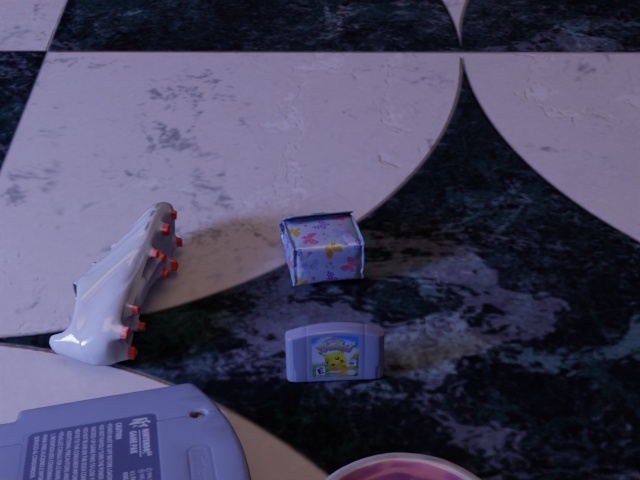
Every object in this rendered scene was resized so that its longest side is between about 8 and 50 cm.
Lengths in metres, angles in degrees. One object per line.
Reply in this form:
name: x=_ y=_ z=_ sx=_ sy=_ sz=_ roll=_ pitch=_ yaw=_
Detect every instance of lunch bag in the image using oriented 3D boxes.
lunch bag: x=0.000 y=0.000 z=1.125 sx=0.071 sy=0.053 sz=0.083 roll=-5 pitch=31 yaw=-7

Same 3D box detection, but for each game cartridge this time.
game cartridge: x=0.012 y=0.094 z=1.007 sx=0.083 sy=0.056 sz=0.017 roll=-3 pitch=32 yaw=-1
game cartridge: x=-0.143 y=0.190 z=0.828 sx=0.196 sy=0.060 sz=0.294 roll=-12 pitch=20 yaw=-5

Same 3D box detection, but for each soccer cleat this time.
soccer cleat: x=-0.181 y=0.031 z=1.082 sx=0.076 sy=0.068 sz=0.196 roll=5 pitch=43 yaw=12

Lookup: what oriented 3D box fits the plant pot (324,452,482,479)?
plant pot: x=0.050 y=0.237 z=0.736 sx=0.201 sy=0.180 sz=0.201 roll=0 pitch=40 yaw=0
